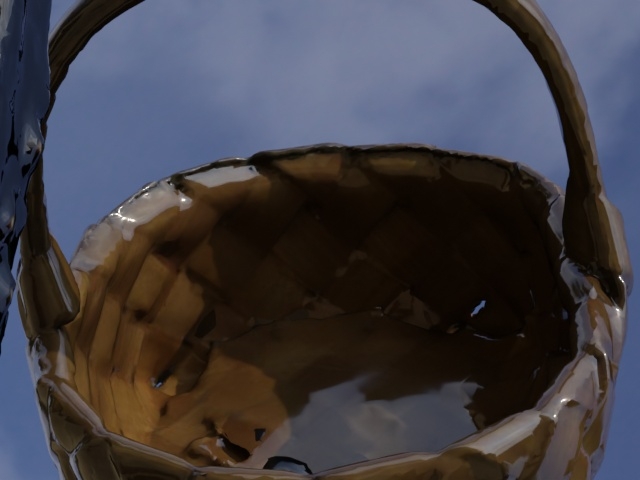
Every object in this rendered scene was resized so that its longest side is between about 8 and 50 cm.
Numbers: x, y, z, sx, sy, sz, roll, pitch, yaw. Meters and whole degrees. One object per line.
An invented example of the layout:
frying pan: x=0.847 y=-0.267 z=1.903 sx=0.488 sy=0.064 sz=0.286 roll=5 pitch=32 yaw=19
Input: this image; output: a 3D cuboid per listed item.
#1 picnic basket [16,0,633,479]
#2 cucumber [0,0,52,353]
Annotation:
picnic basket: x=0.000 y=0.000 z=0.872 sx=0.293 sy=0.337 sz=0.337 roll=-5 pitch=-68 yaw=0
cucumber: x=-0.089 y=-0.027 z=0.346 sx=0.072 sy=0.081 sz=0.303 roll=2 pitch=-101 yaw=12
